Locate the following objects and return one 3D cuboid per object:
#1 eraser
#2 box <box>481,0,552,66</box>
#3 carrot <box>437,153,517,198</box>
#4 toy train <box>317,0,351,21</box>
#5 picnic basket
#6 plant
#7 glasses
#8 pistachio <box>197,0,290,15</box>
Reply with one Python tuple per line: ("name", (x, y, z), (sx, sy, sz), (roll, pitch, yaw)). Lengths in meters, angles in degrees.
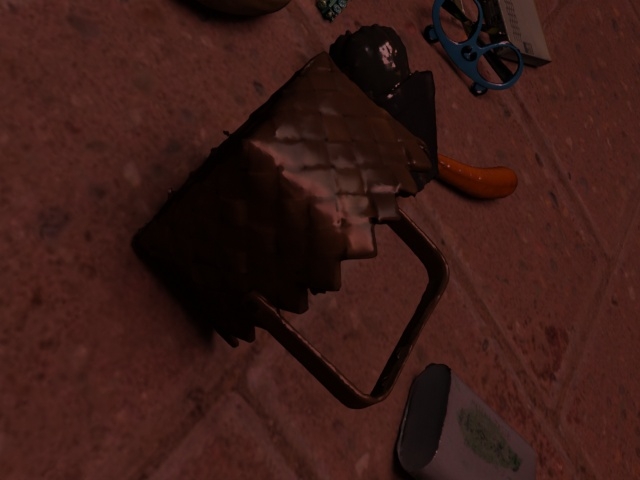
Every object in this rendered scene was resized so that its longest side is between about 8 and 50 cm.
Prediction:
("eraser", (0.215, 0.308, 1.151), (0.227, 0.081, 0.174), (43, 47, -25))
("box", (0.404, -0.512, 1.728), (0.211, 0.045, 0.270), (-5, 77, -47))
("carrot", (0.262, -0.110, 1.401), (0.271, 0.062, 0.066), (3, 104, -42))
("toy train", (0.025, -0.388, 1.286), (0.045, 0.029, 0.092), (45, 47, -14))
("picnic basket", (0.000, 0.000, 0.893), (0.321, 0.291, 0.254), (47, 45, -10))
("plant", (0.088, -0.188, 1.186), (0.164, 0.142, 0.256), (-32, 109, -48))
("glasses", (0.301, -0.417, 1.534), (0.239, 0.102, 0.206), (38, 49, -29))
("pistachio", (-0.104, -0.368, 1.074), (0.226, 0.136, 0.135), (-7, 79, -54))
